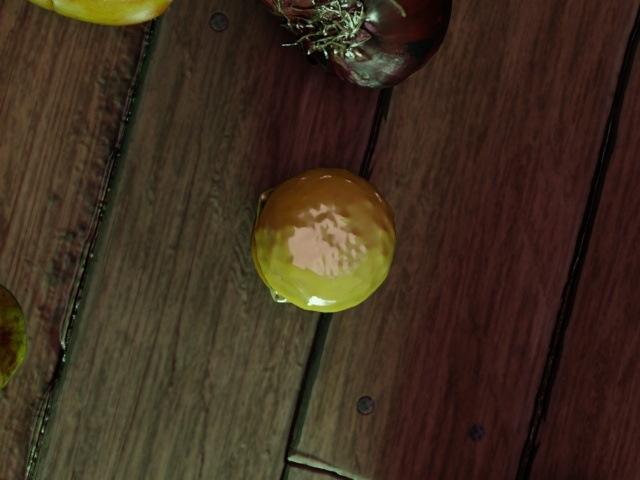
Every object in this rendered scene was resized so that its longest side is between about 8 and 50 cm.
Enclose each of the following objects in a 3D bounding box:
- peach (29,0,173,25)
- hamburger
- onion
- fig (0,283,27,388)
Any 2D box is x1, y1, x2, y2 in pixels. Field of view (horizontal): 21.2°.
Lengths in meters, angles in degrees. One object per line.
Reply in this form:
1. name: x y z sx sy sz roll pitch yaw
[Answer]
1. peach: -0.244 -0.363 1.739 0.275 0.245 0.248 19 57 -2
2. hamburger: 0.000 0.000 1.823 0.162 0.115 0.162 1 87 -13
3. onion: 0.033 -0.289 1.788 0.221 0.281 0.281 -23 97 32
4. fig: -0.374 0.100 1.735 0.153 0.121 0.136 8 84 -12
